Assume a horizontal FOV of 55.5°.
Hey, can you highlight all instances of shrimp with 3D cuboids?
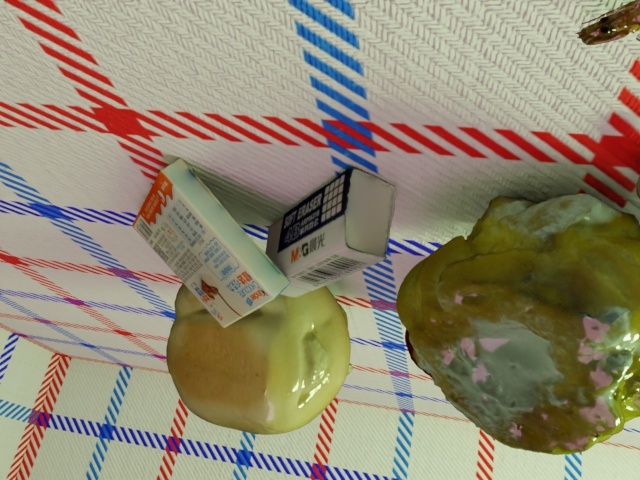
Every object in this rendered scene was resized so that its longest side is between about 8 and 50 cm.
[{"bbox_3d":[0.307,-0.190,0.517,0.163,0.045,0.095,-9,170,30],"label":"shrimp"}]

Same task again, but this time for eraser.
[{"bbox_3d":[0.000,0.000,0.963,0.086,0.130,0.287,19,154,-25],"label":"eraser"}]

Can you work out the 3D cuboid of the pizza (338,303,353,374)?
[{"bbox_3d":[0.024,0.208,1.416,0.204,0.081,0.188,45,142,11],"label":"pizza"}]

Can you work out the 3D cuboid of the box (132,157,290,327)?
[{"bbox_3d":[-0.200,0.020,1.045,0.265,0.048,0.273,50,148,-5],"label":"box"}]

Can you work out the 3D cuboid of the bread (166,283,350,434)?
[{"bbox_3d":[-0.127,0.231,1.300,0.376,0.347,0.253,-9,170,42],"label":"bread"}]

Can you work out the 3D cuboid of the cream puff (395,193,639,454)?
[{"bbox_3d":[0.320,0.099,0.847,0.378,0.275,0.378,20,128,28],"label":"cream puff"}]

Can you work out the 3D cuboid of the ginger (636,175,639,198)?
[{"bbox_3d":[0.493,-0.067,0.675,0.259,0.065,0.149,-5,165,21],"label":"ginger"}]

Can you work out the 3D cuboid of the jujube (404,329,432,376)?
[{"bbox_3d":[0.265,0.181,1.166,0.197,0.197,0.290,12,157,-1],"label":"jujube"}]
